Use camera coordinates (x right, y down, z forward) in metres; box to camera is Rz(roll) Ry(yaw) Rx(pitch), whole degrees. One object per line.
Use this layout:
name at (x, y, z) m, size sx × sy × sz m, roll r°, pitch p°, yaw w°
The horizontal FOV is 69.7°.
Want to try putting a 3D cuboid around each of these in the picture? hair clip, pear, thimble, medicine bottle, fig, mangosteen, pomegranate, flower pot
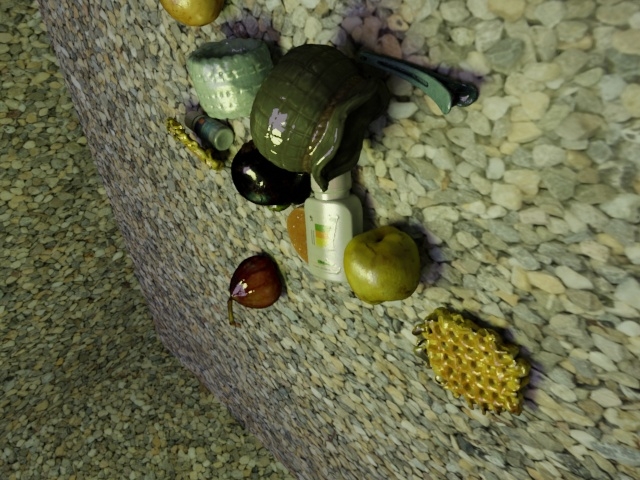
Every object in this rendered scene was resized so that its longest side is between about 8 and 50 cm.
hair clip at (0.181, -0.328, 0.927) m, size 0.275 × 0.083 × 0.048 m, roll 41°, pitch 148°, yaw 36°
pear at (0.156, 0.066, 1.143) m, size 0.200 × 0.200 × 0.200 m, roll 32°, pitch 138°, yaw 34°
thimble at (-0.237, -0.435, 1.239) m, size 0.250 × 0.205 × 0.172 m, roll 12°, pitch 133°, yaw 27°
medicine bottle at (-0.386, -0.382, 1.580) m, size 0.203 × 0.083 × 0.084 m, roll 35°, pitch 140°, yaw 33°
fig at (-0.275, 0.175, 1.723) m, size 0.186 × 0.249 × 0.204 m, roll 25°, pitch 134°, yaw 54°
medicine bottle at (0.035, -0.042, 1.242) m, size 0.161 × 0.111 × 0.297 m, roll 13°, pitch 115°, yaw 35°
mangosteen at (-0.140, -0.187, 1.316) m, size 0.243 × 0.243 × 0.243 m, roll 32°, pitch 138°, yaw 34°
pomegranate at (-0.340, -0.673, 1.212) m, size 0.196 × 0.196 × 0.196 m, roll 32°, pitch 138°, yaw 34°
flower pot at (0.000, -0.271, 1.010) m, size 0.213 × 0.302 × 0.302 m, roll 35°, pitch 141°, yaw 10°

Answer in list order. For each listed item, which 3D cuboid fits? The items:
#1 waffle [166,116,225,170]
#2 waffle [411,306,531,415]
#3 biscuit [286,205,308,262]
waffle at (-0.430, -0.325, 1.605) m, size 0.280 × 0.060 × 0.262 m, roll 40°, pitch 179°, yaw 37°
waffle at (0.371, 0.299, 1.164) m, size 0.329 × 0.062 × 0.329 m, roll 34°, pitch 140°, yaw 33°
biscuit at (0.001, -0.001, 1.417) m, size 0.288 × 0.044 × 0.202 m, roll 22°, pitch 127°, yaw 39°
